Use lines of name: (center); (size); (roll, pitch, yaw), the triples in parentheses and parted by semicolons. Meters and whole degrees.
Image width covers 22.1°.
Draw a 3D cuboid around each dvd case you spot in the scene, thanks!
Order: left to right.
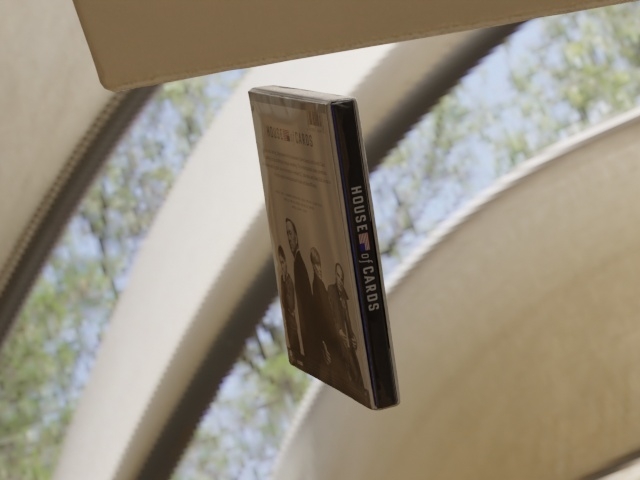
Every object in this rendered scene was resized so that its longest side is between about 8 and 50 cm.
dvd case: (0.000, 0.000, 1.292); (0.030, 0.238, 0.179); (-12, 12, -20)

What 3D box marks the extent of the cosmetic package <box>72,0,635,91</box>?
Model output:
cosmetic package: (0.044, -0.167, 0.294); (0.224, 0.138, 0.224); (-8, -58, 16)
